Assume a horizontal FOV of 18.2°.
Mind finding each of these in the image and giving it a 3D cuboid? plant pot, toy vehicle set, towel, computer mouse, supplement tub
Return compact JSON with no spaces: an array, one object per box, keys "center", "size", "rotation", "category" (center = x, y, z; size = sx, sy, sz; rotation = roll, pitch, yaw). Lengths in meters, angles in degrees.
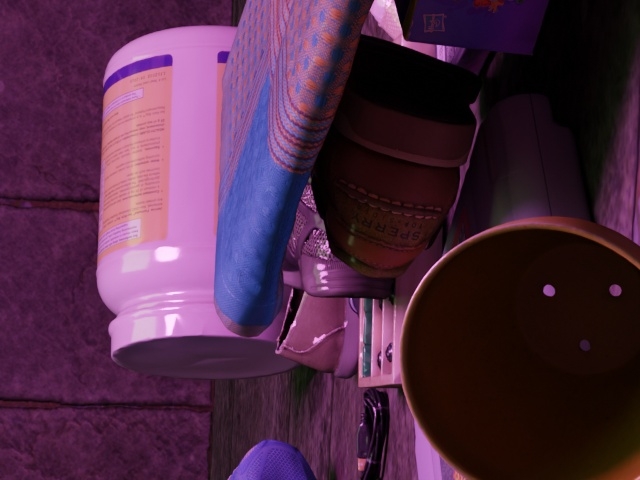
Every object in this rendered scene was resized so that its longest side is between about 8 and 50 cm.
[{"center":[0.114,0.045,0.927],"size":[0.095,0.134,0.134],"rotation":[-39,-43,-66],"category":"plant pot"},{"center":[0.063,-0.017,1.565],"size":[0.166,0.035,0.267],"rotation":[143,129,-80],"category":"toy vehicle set"},{"center":[0.003,-0.159,1.134],"size":[0.271,0.040,0.370],"rotation":[-91,17,-50],"category":"towel"},{"center":[0.036,0.088,1.710],"size":[0.071,0.041,0.242],"rotation":[154,118,-80],"category":"computer mouse"},{"center":[-0.115,-0.035,2.110],"size":[0.241,0.241,0.331],"rotation":[117,154,-72],"category":"supplement tub"}]

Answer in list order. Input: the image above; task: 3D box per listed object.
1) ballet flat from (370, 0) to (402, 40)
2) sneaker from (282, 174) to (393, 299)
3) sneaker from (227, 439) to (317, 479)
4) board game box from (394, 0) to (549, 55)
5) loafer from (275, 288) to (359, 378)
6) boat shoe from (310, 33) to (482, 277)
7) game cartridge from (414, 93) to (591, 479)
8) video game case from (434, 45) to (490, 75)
[{"center":[0.051,-0.217,1.650],"size":[0.168,0.052,0.057],"rotation":[-96,12,-45],"category":"ballet flat"},{"center":[0.006,-0.023,1.545],"size":[0.227,0.087,0.130],"rotation":[-176,90,-79],"category":"sneaker"},{"center":[-0.014,0.283,1.814],"size":[0.330,0.129,0.147],"rotation":[-106,34,-57],"category":"sneaker"},{"center":[0.104,-0.312,1.097],"size":[0.233,0.078,0.347],"rotation":[-100,19,-50],"category":"board game box"},{"center":[0.000,0.000,1.820],"size":[0.094,0.087,0.251],"rotation":[169,103,-82],"category":"loafer"},{"center":[0.035,-0.059,1.238],"size":[0.307,0.110,0.104],"rotation":[-66,-9,-75],"category":"boat shoe"},{"center":[0.105,0.083,1.184],"size":[0.294,0.060,0.196],"rotation":[101,164,-48],"category":"game cartridge"},{"center":[0.112,-0.238,1.327],"size":[0.274,0.026,0.196],"rotation":[114,157,-67],"category":"video game case"}]
